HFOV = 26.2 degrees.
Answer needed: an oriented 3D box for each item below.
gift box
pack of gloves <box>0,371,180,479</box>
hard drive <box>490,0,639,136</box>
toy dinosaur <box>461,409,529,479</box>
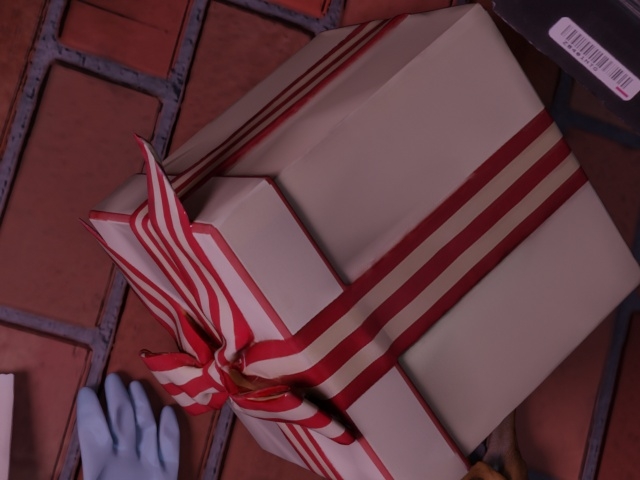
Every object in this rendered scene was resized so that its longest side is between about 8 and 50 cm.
[{"bbox_3d":[0.000,0.000,0.899,0.258,0.255,0.276,-43,105,-19],"label":"gift box"},{"bbox_3d":[-0.174,0.198,0.900,0.195,0.046,0.232,0,75,-25],"label":"pack of gloves"},{"bbox_3d":[0.148,-0.222,0.942,0.237,0.339,0.064,38,115,-12],"label":"hard drive"},{"bbox_3d":[0.136,0.173,1.039,0.112,0.064,0.212,7,74,-30],"label":"toy dinosaur"}]
